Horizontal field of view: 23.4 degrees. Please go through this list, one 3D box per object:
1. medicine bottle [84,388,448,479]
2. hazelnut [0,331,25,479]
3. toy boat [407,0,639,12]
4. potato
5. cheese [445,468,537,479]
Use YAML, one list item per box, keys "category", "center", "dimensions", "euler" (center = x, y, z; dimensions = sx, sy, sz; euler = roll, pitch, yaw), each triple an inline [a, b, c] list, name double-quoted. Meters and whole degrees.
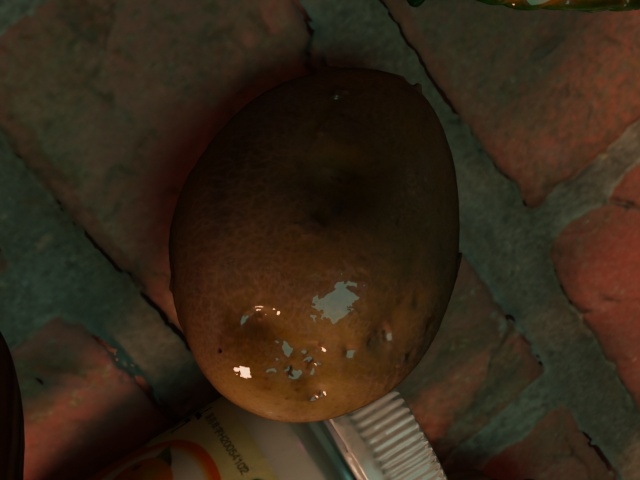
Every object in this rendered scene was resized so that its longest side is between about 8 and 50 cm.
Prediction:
- category: "medicine bottle"
  center: [-0.079, 0.205, 1.063]
  dimensions: [0.318, 0.158, 0.158]
  euler: [-32, 126, -8]
- category: "hazelnut"
  center: [-0.315, 0.162, 0.845]
  dimensions: [0.372, 0.315, 0.372]
  euler: [-38, 141, -40]
- category: "toy boat"
  center: [0.166, -0.184, 1.025]
  dimensions: [0.230, 0.089, 0.088]
  euler: [-5, 156, -23]
- category: "potato"
  center: [0.000, 0.000, 0.983]
  dimensions: [0.178, 0.160, 0.235]
  euler: [39, 75, -35]
- category: "cheese"
  center: [0.148, 0.246, 1.239]
  dimensions: [0.286, 0.082, 0.163]
  euler: [9, 139, -46]
